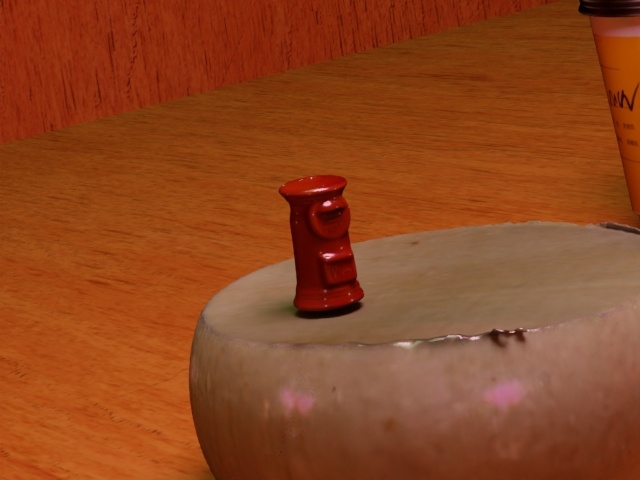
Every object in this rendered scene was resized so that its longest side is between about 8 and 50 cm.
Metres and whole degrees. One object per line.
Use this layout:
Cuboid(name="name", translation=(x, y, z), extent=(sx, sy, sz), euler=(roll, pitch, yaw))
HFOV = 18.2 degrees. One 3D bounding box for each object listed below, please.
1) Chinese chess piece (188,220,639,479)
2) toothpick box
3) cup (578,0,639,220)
Cuboid(name="Chinese chess piece", translation=(0.086, 0.092, 1.348), extent=(0.349, 0.146, 0.349), euler=(-8, 13, 2))
Cuboid(name="toothpick box", translation=(0.000, 0.000, 1.283), extent=(0.047, 0.083, 0.047), euler=(-8, 13, 2))
Cuboid(name="cup", translation=(0.351, -0.144, 1.875), extent=(0.196, 0.279, 0.196), euler=(-9, 12, 2))
